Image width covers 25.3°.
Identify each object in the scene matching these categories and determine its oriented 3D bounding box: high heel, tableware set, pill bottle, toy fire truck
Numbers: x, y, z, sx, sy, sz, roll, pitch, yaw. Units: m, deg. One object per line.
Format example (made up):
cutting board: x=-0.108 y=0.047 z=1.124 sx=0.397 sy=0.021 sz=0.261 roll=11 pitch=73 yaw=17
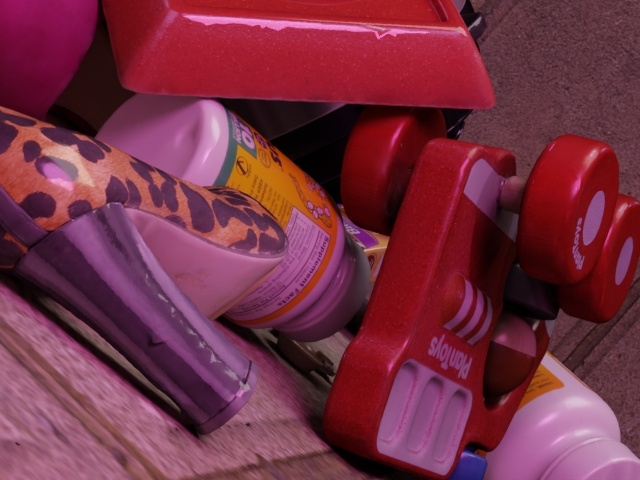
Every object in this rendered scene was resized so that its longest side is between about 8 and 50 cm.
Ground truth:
high heel: x=-0.132 y=-0.093 z=1.029 sx=0.181 sy=0.127 sz=0.377 roll=31 pitch=-3 yaw=9
tableware set: x=-0.043 y=0.058 z=1.133 sx=0.169 sy=0.020 sz=0.141 roll=42 pitch=2 yaw=0
pill bottle: x=0.179 y=0.168 z=1.272 sx=0.136 sy=0.136 sz=0.246 roll=39 pitch=3 yaw=-40
high heel: x=-0.106 y=-0.028 z=0.717 sx=0.186 sy=0.093 sz=0.261 roll=47 pitch=9 yaw=-17
toy fire truck: x=0.104 y=0.052 z=1.017 sx=0.169 sy=0.253 sz=0.302 roll=17 pitch=-9 yaw=25
pill bottle: x=-0.056 y=-0.010 z=0.981 sx=0.208 sy=0.117 sz=0.117 roll=39 pitch=3 yaw=-43

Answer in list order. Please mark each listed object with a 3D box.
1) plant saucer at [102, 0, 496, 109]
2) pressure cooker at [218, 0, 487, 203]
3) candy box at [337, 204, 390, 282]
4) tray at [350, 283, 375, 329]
plant saucer: x=-0.026 y=-0.191 z=0.997 sx=0.259 sy=0.047 sz=0.258 roll=0 pitch=42 yaw=-18
pressure cooker: x=-0.060 y=-0.216 z=1.325 sx=0.420 sy=0.376 sz=0.370 roll=62 pitch=6 yaw=-21
candy box: x=0.000 y=0.000 z=1.474 sx=0.187 sy=0.053 sz=0.109 roll=-11 pitch=44 yaw=-44
tray: x=0.071 y=0.090 z=1.723 sx=0.145 sy=0.030 sz=0.270 roll=41 pitch=-10 yaw=6
